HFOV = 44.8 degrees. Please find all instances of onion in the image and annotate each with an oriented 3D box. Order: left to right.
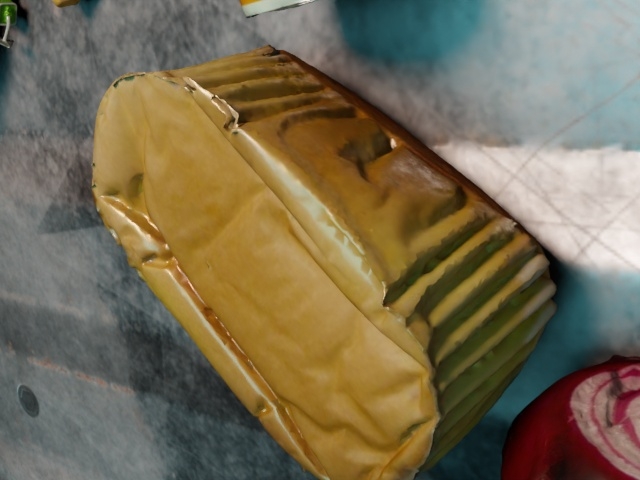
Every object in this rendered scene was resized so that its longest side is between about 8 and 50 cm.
[{"bbox_3d":[0.157,0.156,0.394,0.173,0.198,0.135,21,127,52],"label":"onion"}]

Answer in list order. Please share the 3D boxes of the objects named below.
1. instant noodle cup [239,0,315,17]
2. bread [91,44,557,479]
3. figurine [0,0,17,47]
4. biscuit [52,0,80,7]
[{"bbox_3d":[-0.013,-0.226,0.415,0.168,0.168,0.185,-2,114,39],"label":"instant noodle cup"},{"bbox_3d":[0.000,0.000,0.489,0.288,0.156,0.204,42,136,15],"label":"bread"},{"bbox_3d":[-0.367,-0.221,0.713,0.126,0.147,0.192,15,98,54],"label":"figurine"},{"bbox_3d":[-0.263,-0.349,0.589,0.309,0.040,0.204,46,124,-3],"label":"biscuit"}]
